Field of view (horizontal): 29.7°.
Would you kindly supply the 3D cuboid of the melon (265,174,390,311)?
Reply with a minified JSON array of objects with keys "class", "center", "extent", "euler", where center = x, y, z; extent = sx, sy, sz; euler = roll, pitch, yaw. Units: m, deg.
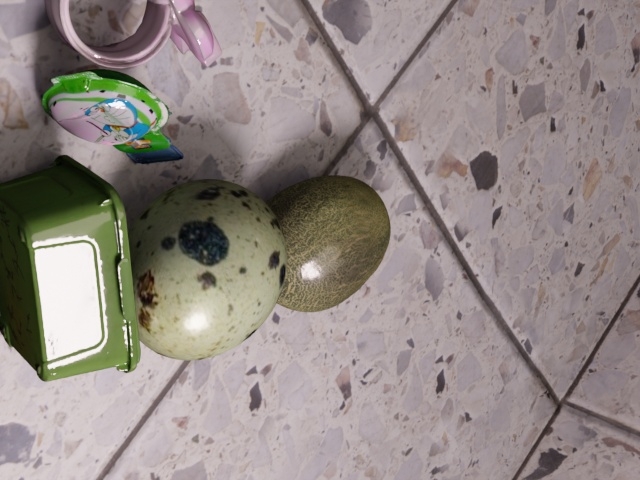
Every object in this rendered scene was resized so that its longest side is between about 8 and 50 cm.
[{"class":"melon","center":[0.000,0.000,2.350],"extent":[0.329,0.249,0.248],"euler":[-36,129,-44]}]

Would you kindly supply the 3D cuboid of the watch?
[{"class":"watch","center":[-0.315,-0.365,1.935],"extent":[0.218,0.211,0.248],"euler":[-30,120,-14]}]

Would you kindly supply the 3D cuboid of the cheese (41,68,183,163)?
[{"class":"cheese","center":[-0.330,-0.195,1.978],"extent":[0.320,0.204,0.083],"euler":[49,39,-60]}]

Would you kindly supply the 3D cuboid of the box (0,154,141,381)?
[{"class":"box","center":[-0.418,0.054,1.931],"extent":[0.178,0.253,0.328],"euler":[-19,118,-31]}]

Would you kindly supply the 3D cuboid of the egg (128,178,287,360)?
[{"class":"egg","center":[-0.205,0.049,2.086],"extent":[0.379,0.288,0.287],"euler":[-68,159,-65]}]
